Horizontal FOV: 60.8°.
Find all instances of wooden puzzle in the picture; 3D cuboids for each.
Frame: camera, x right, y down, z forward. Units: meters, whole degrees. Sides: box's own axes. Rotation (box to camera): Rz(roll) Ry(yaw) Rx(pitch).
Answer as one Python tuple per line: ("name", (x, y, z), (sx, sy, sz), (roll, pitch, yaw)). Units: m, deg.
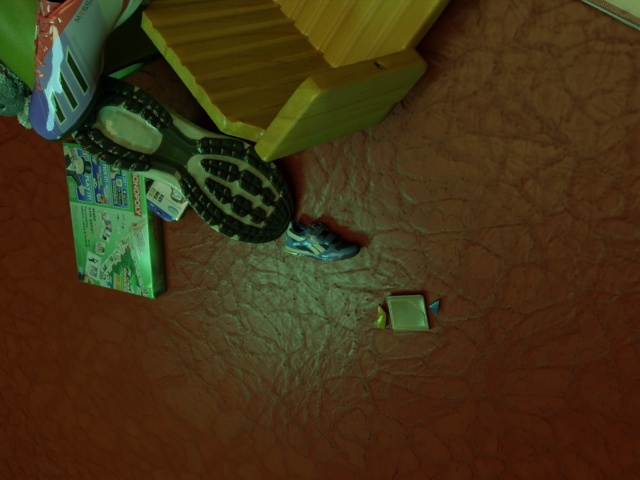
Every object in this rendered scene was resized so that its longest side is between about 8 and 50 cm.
("wooden puzzle", (0.154, 0.127, 0.962), (0.117, 0.014, 0.078), (2, 112, 25))

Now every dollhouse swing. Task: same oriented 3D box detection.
("dollhouse swing", (-0.022, -0.354, 0.699), (0.346, 0.315, 0.305), (53, 144, 16))

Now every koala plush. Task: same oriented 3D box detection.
("koala plush", (-0.631, -0.338, 1.102), (0.196, 0.203, 0.221), (29, 138, 0))

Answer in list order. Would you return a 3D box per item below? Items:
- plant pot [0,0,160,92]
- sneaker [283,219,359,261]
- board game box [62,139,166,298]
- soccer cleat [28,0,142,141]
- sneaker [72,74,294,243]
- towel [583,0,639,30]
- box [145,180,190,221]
("plant pot", (-0.440, -0.423, 0.890), (0.367, 0.366, 0.352), (-16, 111, 28))
("sneaker", (0.000, 0.000, 0.969), (0.144, 0.053, 0.059), (9, 108, 21))
("board game box", (-0.435, -0.046, 1.159), (0.214, 0.046, 0.317), (10, 110, 21))
("soccer cleat", (-0.339, -0.274, 0.728), (0.108, 0.116, 0.318), (45, 113, 17))
("sneaker", (-0.224, -0.142, 0.957), (0.410, 0.182, 0.158), (34, 93, -22))
("towel", (0.400, -0.453, 0.647), (0.237, 0.037, 0.328), (33, 119, 9))
("box", (-0.280, -0.104, 1.062), (0.081, 0.028, 0.136), (36, 110, 2))
